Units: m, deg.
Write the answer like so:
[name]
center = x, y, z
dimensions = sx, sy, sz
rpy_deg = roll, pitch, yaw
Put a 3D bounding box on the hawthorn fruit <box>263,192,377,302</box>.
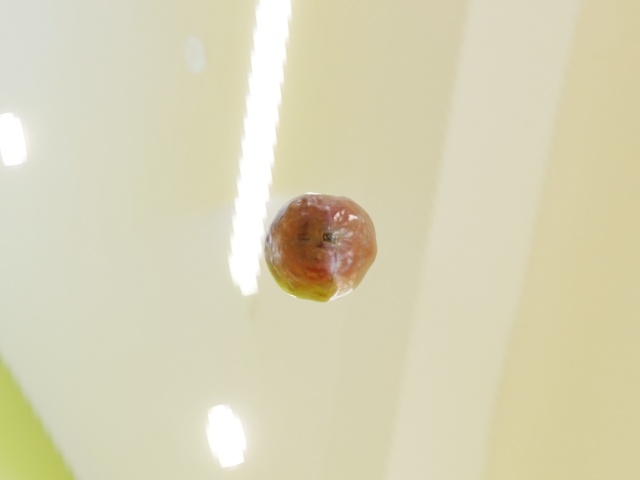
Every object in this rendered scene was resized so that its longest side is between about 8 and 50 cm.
[hawthorn fruit]
center = 0.000, 0.000, 1.120
dimensions = 0.103, 0.067, 0.066
rpy_deg = 92, -19, -79
